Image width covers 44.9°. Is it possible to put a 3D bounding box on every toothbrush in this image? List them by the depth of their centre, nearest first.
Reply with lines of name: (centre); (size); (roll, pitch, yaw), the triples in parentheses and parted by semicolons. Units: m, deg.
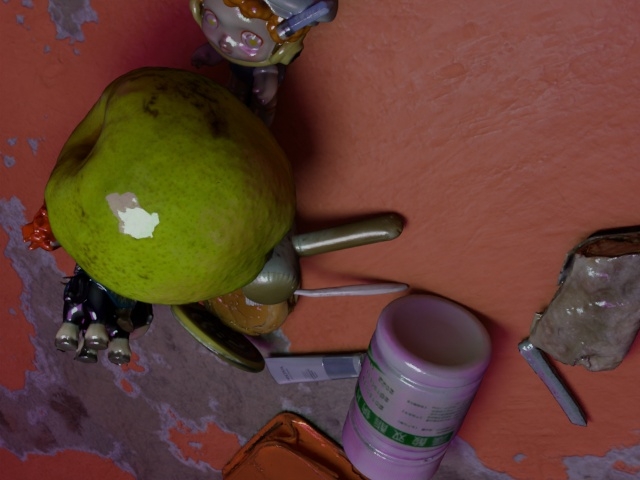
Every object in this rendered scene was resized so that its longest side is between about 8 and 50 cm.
toothbrush: (0.010, 0.100, 1.451); (0.307, 0.025, 0.030); (-3, 115, 1)

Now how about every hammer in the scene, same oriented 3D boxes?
hammer: (0.000, 0.000, 1.396); (0.305, 0.202, 0.113); (-13, 143, 10)

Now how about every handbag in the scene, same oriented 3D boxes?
handbag: (-0.074, 0.602, 1.845); (0.303, 0.116, 0.410); (37, 131, -2)

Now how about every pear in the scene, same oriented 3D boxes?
pear: (-0.225, -0.074, 1.236); (0.391, 0.391, 0.391); (13, 126, 20)

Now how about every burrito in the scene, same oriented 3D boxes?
burrito: (0.458, 0.080, 1.232); (0.175, 0.107, 0.348); (18, 130, -1)

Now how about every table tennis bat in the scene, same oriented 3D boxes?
table tennis bat: (-0.255, 0.154, 1.618); (0.368, 0.224, 0.054); (38, 94, 23)

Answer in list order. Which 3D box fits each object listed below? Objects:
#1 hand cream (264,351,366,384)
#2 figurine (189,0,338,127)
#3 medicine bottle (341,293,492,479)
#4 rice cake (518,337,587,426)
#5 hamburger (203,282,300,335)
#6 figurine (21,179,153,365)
hand cream: (-0.008, 0.266, 1.627); (0.255, 0.048, 0.079); (-12, 116, 34)
figurine: (-0.108, -0.343, 1.216); (0.224, 0.205, 0.382); (42, 150, 1)
medicine bottle: (0.171, 0.282, 1.439); (0.212, 0.212, 0.325); (24, 128, 12)
rice cake: (0.424, 0.260, 1.408); (0.033, 0.033, 0.208); (-30, 105, 28)
hamburger: (-0.142, 0.090, 1.550); (0.213, 0.108, 0.214); (17, 127, 24)
figurine: (-0.409, 0.032, 1.478); (0.241, 0.306, 0.412); (-7, 93, 26)
